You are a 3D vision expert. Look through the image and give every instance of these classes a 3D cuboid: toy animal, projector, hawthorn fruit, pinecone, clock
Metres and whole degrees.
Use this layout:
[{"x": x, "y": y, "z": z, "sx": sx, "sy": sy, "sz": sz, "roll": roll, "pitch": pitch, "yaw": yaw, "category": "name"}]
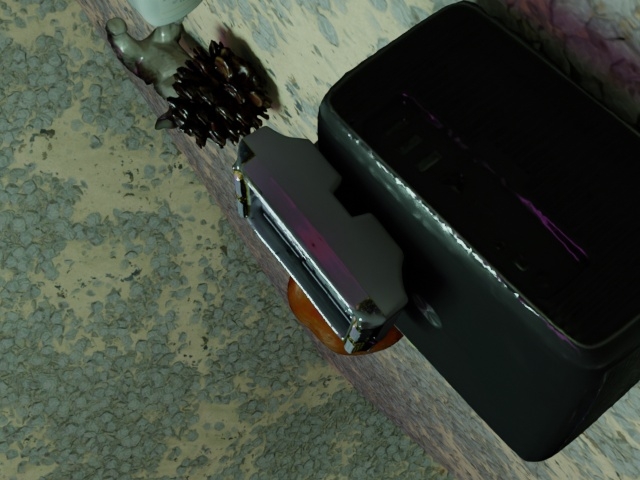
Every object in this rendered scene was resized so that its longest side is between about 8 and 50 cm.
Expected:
[{"x": -0.331, "y": -0.368, "z": 2.002, "sx": 0.344, "sy": 0.194, "sz": 0.303, "roll": 53, "pitch": 163, "yaw": 5, "category": "toy animal"}, {"x": 0.206, "y": 0.003, "z": 0.946, "sx": 0.395, "sy": 0.242, "sz": 0.405, "roll": 48, "pitch": 167, "yaw": 25, "category": "projector"}, {"x": 0.076, "y": 0.078, "z": 1.644, "sx": 0.275, "sy": 0.275, "sz": 0.300, "roll": 50, "pitch": 155, "yaw": 6, "category": "hawthorn fruit"}, {"x": -0.211, "y": -0.286, "z": 1.738, "sx": 0.221, "sy": 0.221, "sz": 0.221, "roll": 48, "pitch": 168, "yaw": 14, "category": "pinecone"}, {"x": 0.000, "y": 0.000, "z": 0.933, "sx": 0.253, "sy": 0.083, "sz": 0.186, "roll": 51, "pitch": 167, "yaw": 11, "category": "clock"}]

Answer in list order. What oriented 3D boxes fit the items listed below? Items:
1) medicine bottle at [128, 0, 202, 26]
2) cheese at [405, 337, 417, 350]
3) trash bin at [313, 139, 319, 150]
[{"x": -0.262, "y": -0.484, "z": 1.414, "sx": 0.111, "sy": 0.161, "sz": 0.296, "roll": 48, "pitch": 169, "yaw": 6, "category": "medicine bottle"}, {"x": 0.226, "y": 0.087, "z": 1.224, "sx": 0.218, "sy": 0.235, "sz": 0.117, "roll": 8, "pitch": 120, "yaw": 38, "category": "cheese"}, {"x": 0.070, "y": -0.059, "z": 1.379, "sx": 0.250, "sy": 0.220, "sz": 0.219, "roll": 44, "pitch": 170, "yaw": -4, "category": "trash bin"}]
